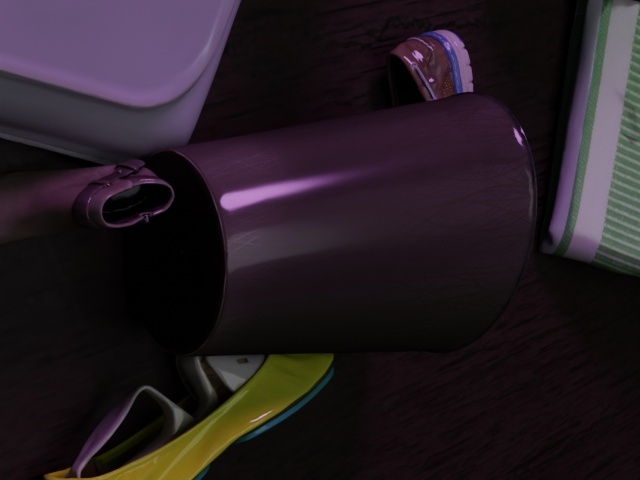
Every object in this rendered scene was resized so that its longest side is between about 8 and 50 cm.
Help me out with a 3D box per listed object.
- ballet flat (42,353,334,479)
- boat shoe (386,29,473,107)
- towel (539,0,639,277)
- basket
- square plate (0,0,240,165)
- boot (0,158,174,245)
[{"bbox_3d":[-0.084,0.115,0.820,0.231,0.077,0.077,-37,105,-31],"label":"ballet flat"},{"bbox_3d":[0.084,-0.064,0.956,0.066,0.066,0.183,-17,97,-35],"label":"boat shoe"},{"bbox_3d":[0.361,-0.077,1.132,0.325,0.038,0.248,9,89,-17],"label":"towel"},{"bbox_3d":[0.000,0.000,0.825,0.227,0.154,0.204,-6,135,-35],"label":"basket"},{"bbox_3d":[-0.124,-0.210,0.652,0.344,0.049,0.347,10,105,-55],"label":"square plate"},{"bbox_3d":[-0.148,-0.020,0.729,0.118,0.087,0.042,-27,115,-36],"label":"boot"}]
